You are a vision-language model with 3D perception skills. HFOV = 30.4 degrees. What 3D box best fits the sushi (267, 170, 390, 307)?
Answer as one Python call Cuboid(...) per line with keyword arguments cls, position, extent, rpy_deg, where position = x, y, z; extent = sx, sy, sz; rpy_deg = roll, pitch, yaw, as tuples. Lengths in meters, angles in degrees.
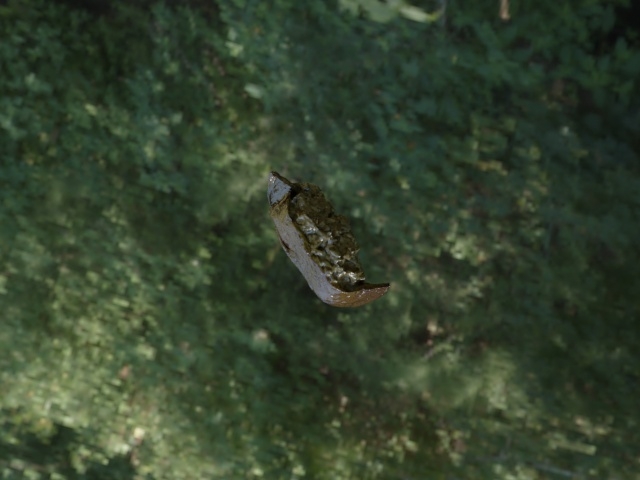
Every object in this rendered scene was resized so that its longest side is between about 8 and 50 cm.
Cuboid(cls="sushi", position=(0.000, 0.000, 0.906), extent=(0.052, 0.120, 0.055), rpy_deg=(-21, 163, -37))
